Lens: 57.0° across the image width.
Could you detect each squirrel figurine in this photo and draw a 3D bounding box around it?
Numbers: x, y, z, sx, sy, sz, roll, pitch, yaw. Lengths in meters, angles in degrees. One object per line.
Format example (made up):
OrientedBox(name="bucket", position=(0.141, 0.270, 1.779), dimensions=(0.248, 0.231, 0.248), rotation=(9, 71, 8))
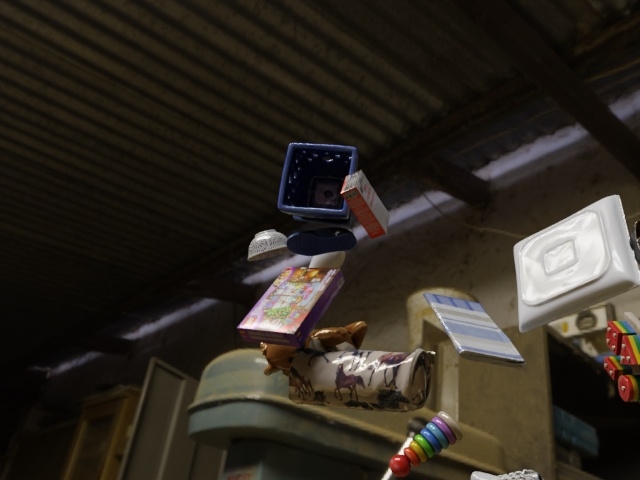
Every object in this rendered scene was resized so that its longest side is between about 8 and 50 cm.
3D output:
OrientedBox(name="squirrel figurine", position=(-0.067, 0.416, 2.109), dimensions=(0.371, 0.280, 0.397), rotation=(15, -19, -39))

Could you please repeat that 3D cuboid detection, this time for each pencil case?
OrientedBox(name="pencil case", position=(0.109, 0.372, 1.623), dimensions=(0.411, 0.183, 0.159), rotation=(-6, -49, 32))

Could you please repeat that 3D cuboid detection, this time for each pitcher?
OrientedBox(name="pitcher", position=(0.026, 0.123, 2.598), dimensions=(0.178, 0.207, 0.125), rotation=(45, -7, -33))

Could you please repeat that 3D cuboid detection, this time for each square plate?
OrientedBox(name="square plate", position=(0.682, 0.055, 1.636), dimensions=(0.049, 0.344, 0.347), rotation=(37, -49, -21))

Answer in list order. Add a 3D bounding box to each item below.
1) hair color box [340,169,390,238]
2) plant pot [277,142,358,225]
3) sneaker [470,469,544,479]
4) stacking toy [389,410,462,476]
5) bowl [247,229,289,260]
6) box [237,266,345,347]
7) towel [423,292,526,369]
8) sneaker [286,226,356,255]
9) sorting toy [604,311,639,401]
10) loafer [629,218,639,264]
OrientedBox(name="hair color box", position=(0.125, -0.098, 1.621), dimensions=(0.053, 0.093, 0.167), rotation=(-20, -61, 27))
OrientedBox(name="plant pot", position=(0.008, -0.175, 1.970), dimensions=(0.236, 0.235, 0.212), rotation=(6, -13, 12))
OrientedBox(name="sneaker", position=(0.607, 0.750, 1.790), dimensions=(0.297, 0.129, 0.111), rotation=(9, 10, 25))
OrientedBox(name="stacking toy", position=(0.433, 0.873, 2.476), dimensions=(0.330, 0.141, 0.141), rotation=(-36, -33, -11))
OrientedBox(name="bowl", position=(-0.182, 0.010, 2.055), dimensions=(0.170, 0.080, 0.170), rotation=(-16, -7, -2))
OrientedBox(name="box", position=(-0.081, 0.186, 1.724), dimensions=(0.201, 0.293, 0.057), rotation=(0, -56, 33))
OrientedBox(name="towel", position=(0.420, 0.247, 1.642), dimensions=(0.209, 0.285, 0.034), rotation=(13, -66, -20))
OrientedBox(name="sneaker", position=(0.000, 0.000, 1.942), dimensions=(0.233, 0.090, 0.081), rotation=(-1, -74, -9))
OrientedBox(name="sorting toy", position=(1.056, 0.415, 2.011), dimensions=(0.090, 0.255, 0.256), rotation=(-3, -71, 5))
OrientedBox(name="loafer", position=(0.736, 0.010, 1.326), dimensions=(0.062, 0.170, 0.061), rotation=(-10, -67, 11))
